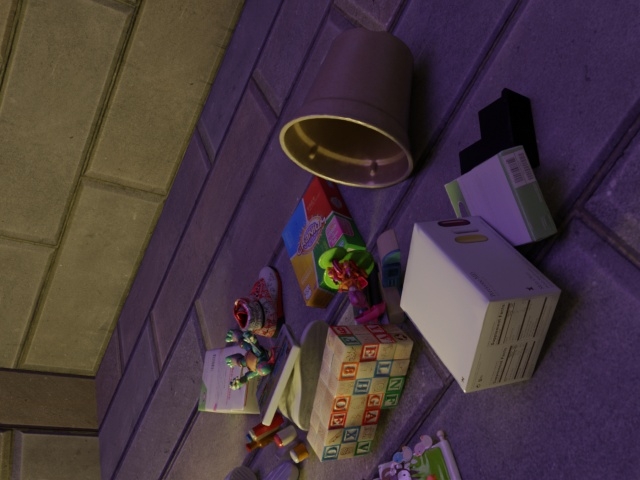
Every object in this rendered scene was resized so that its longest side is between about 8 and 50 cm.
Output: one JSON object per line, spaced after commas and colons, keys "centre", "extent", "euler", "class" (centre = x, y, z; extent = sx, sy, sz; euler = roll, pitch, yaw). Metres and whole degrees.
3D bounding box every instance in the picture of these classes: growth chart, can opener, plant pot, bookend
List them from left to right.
{"centre": [0.098, -0.344, 1.598], "extent": [0.334, 0.334, 0.305], "euler": [-19, 51, 56], "class": "plant pot"}
{"centre": [0.105, 0.178, 1.567], "extent": [0.093, 0.074, 0.280], "euler": [-37, 47, 49], "class": "can opener"}
{"centre": [0.181, 0.503, 1.279], "extent": [0.237, 0.021, 0.172], "euler": [-38, 47, 13], "class": "growth chart"}
{"centre": [0.353, -0.198, 1.299], "extent": [0.157, 0.072, 0.156], "euler": [-32, 53, 51], "class": "bookend"}

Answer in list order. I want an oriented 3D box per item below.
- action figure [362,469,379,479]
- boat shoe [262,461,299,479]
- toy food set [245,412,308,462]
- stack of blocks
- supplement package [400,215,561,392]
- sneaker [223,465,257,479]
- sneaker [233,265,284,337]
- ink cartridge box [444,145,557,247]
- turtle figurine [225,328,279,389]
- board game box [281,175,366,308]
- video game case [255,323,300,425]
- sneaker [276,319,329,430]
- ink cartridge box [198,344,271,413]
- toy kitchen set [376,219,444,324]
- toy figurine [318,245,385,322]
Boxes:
{"centre": [0.082, 0.622, 1.362], "extent": [0.164, 0.141, 0.275], "euler": [17, 96, 62], "class": "action figure"}
{"centre": [-0.142, 0.759, 1.716], "extent": [0.335, 0.119, 0.121], "euler": [-56, 18, -2], "class": "boat shoe"}
{"centre": [-0.133, 0.552, 1.744], "extent": [0.232, 0.105, 0.111], "euler": [7, 119, 63], "class": "toy food set"}
{"centre": [0.086, 0.340, 1.433], "extent": [0.087, 0.171, 0.297], "euler": [43, 126, 57], "class": "stack of blocks"}
{"centre": [0.278, 0.107, 1.170], "extent": [0.262, 0.145, 0.204], "euler": [-125, 33, -52], "class": "supplement package"}
{"centre": [-0.242, 0.859, 1.844], "extent": [0.150, 0.135, 0.365], "euler": [125, 154, -46], "class": "sneaker"}
{"centre": [-0.203, 0.180, 2.021], "extent": [0.090, 0.145, 0.270], "euler": [-49, 39, 39], "class": "sneaker"}
{"centre": [0.338, -0.066, 1.223], "extent": [0.235, 0.056, 0.171], "euler": [144, 105, -76], "class": "ink cartridge box"}
{"centre": [-0.201, 0.335, 1.783], "extent": [0.234, 0.118, 0.175], "euler": [17, 90, 62], "class": "turtle figurine"}
{"centre": [0.000, 0.000, 1.830], "extent": [0.242, 0.064, 0.316], "euler": [-58, 35, 29], "class": "board game box"}
{"centre": [-0.119, 0.360, 1.738], "extent": [0.206, 0.026, 0.226], "euler": [-143, 74, -77], "class": "video game case"}
{"centre": [-0.063, 0.354, 1.750], "extent": [0.169, 0.108, 0.292], "euler": [4, 83, 57], "class": "sneaker"}
{"centre": [-0.264, 0.449, 2.040], "extent": [0.353, 0.119, 0.207], "euler": [-21, 59, 56], "class": "ink cartridge box"}
{"centre": [0.221, 0.074, 1.429], "extent": [0.207, 0.166, 0.122], "euler": [81, 178, -53], "class": "toy kitchen set"}
{"centre": [0.083, 0.111, 1.446], "extent": [0.130, 0.173, 0.159], "euler": [-37, 48, 12], "class": "toy figurine"}
